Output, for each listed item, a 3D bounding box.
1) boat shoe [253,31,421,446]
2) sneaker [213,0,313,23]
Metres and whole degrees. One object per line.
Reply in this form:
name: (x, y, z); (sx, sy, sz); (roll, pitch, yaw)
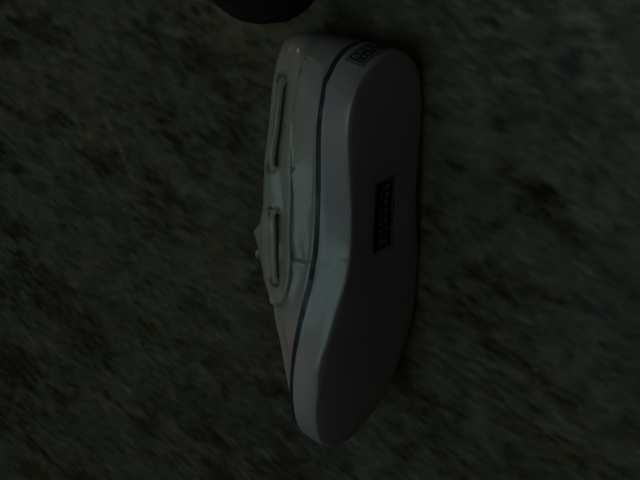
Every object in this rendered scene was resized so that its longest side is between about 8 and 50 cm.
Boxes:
boat shoe: (0.000, 0.000, 0.948); (0.088, 0.096, 0.267); (22, 124, 36)
sneaker: (0.007, -0.255, 0.787); (0.146, 0.122, 0.330); (27, 127, 30)
